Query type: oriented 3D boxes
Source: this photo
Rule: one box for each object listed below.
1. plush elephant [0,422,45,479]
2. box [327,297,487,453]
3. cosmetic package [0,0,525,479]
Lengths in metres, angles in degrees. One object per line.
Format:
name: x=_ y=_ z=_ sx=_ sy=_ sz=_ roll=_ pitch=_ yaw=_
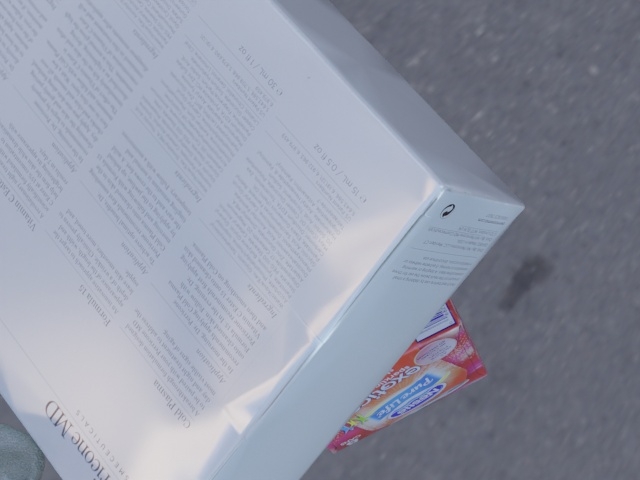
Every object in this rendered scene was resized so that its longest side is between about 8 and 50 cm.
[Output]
plush elephant: x=-0.289 y=0.317 z=1.725 sx=0.255 sy=0.272 sz=0.330 roll=-27 pitch=143 yaw=6
box: x=0.000 y=0.000 z=1.387 sx=0.128 sy=0.122 sz=0.257 roll=-27 pitch=66 yaw=2
cosmetic package: x=-0.104 y=-0.041 z=1.149 sx=0.284 sy=0.097 sz=0.377 roll=-50 pitch=60 yaw=18
